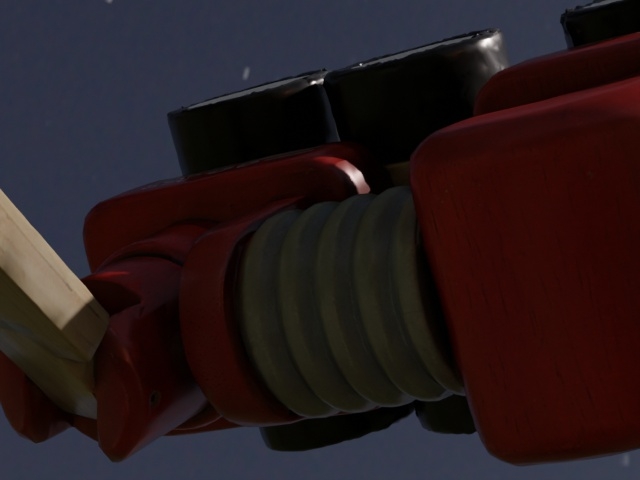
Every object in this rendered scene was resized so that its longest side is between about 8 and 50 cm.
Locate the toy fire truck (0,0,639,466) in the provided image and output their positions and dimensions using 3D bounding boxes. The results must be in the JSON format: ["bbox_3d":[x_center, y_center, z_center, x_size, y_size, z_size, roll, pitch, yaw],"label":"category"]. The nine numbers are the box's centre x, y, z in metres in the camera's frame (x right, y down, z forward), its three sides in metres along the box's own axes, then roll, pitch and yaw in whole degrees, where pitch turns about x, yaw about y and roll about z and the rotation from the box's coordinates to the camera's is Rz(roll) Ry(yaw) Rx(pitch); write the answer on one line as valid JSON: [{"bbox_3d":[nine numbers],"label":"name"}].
[{"bbox_3d":[0.000,0.000,0.419,0.217,0.246,0.158,-10,-80,32],"label":"toy fire truck"}]
